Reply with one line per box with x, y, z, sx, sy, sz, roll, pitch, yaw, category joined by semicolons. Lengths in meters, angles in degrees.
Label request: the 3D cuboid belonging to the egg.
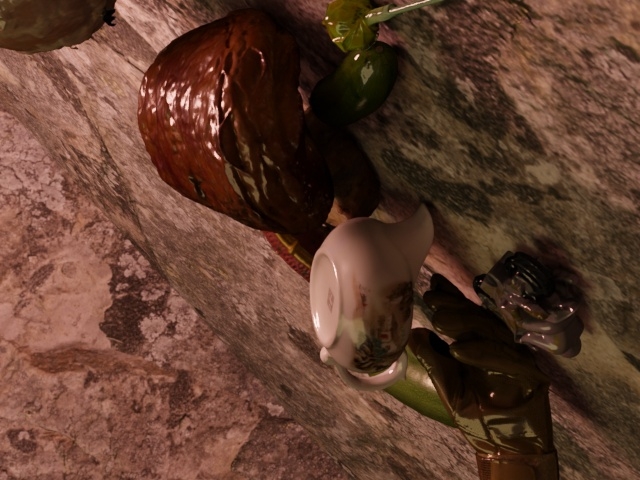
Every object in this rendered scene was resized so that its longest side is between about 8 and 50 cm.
-0.373;-0.371;1.807;0.279;0.279;0.310;46;137;-6;egg

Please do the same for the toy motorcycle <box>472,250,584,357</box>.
0.260;0.082;1.703;0.152;0.073;0.225;43;167;1;toy motorcycle

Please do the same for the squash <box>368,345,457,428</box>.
0.169;0.220;2.255;0.395;0.107;0.107;24;155;55;squash

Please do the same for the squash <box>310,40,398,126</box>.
0.036;-0.171;1.622;0.069;0.069;0.258;46;166;-4;squash

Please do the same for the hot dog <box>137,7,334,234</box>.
-0.095;-0.138;1.719;0.387;0.174;0.266;20;128;65;hot dog

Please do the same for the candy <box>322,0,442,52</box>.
0.068;-0.229;1.433;0.062;0.058;0.194;30;164;-28;candy

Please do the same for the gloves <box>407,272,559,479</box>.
0.228;0.192;1.935;0.331;0.141;0.154;69;161;-8;gloves

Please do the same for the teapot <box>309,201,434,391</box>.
0.066;0.080;1.876;0.204;0.139;0.298;-115;27;-46;teapot

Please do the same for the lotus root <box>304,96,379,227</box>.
0.001;-0.088;1.934;0.170;0.074;0.260;39;165;10;lotus root

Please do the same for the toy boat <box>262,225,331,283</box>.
-0.006;0.002;2.161;0.318;0.099;0.141;47;-154;-8;toy boat
